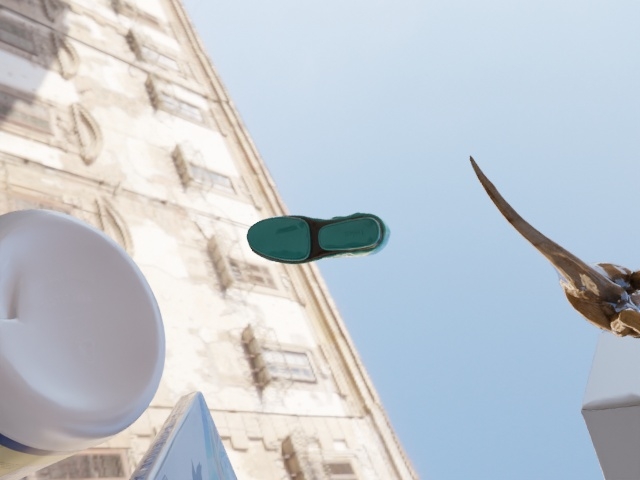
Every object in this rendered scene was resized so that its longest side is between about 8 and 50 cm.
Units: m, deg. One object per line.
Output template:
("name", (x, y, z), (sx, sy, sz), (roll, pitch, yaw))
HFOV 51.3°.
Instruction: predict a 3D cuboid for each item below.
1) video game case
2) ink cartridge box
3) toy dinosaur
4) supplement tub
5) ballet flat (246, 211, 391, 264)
("video game case", (-0.103, 0.354, 0.700), (0.036, 0.300, 0.329), (-22, -85, 1))
("ink cartridge box", (0.395, 0.261, 0.711), (0.129, 0.223, 0.307), (-17, -85, 30))
("toy dinosaur", (0.174, 0.031, 0.418), (0.112, 0.211, 0.064), (24, -95, 46))
("supplement tub", (-0.337, 0.131, 0.669), (0.316, 0.228, 0.228), (-28, -122, 28))
("ballet flat", (0.000, 0.000, 1.100), (0.247, 0.087, 0.083), (-3, -100, 23))
